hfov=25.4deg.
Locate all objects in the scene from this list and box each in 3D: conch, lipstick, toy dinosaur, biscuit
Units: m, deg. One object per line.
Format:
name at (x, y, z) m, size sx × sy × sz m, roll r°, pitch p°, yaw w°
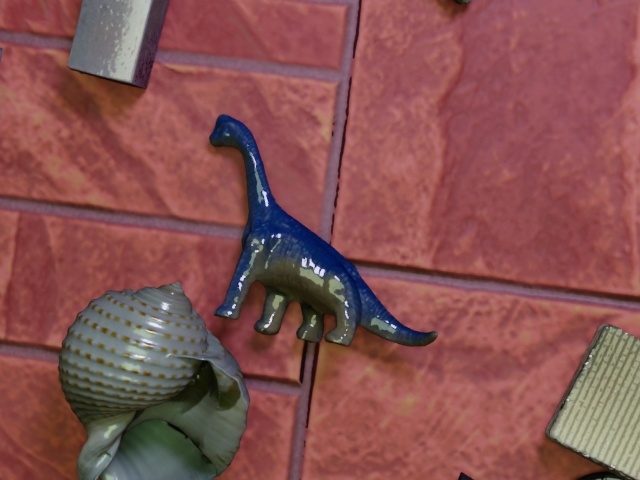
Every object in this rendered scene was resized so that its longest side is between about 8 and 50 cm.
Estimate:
conch at (-0.154, 0.126, 1.268) m, size 0.172 × 0.131 × 0.200 m, roll 19°, pitch 123°, yaw -19°
lipstick at (-0.156, -0.300, 1.290) m, size 0.068 × 0.066 × 0.317 m, roll 15°, pitch 92°, yaw 5°
toy dinosaur at (0.000, 0.000, 1.284) m, size 0.247 × 0.075 × 0.188 m, roll 13°, pitch 85°, yaw 11°
biscuit at (0.313, 0.169, 1.263) m, size 0.199 × 0.040 × 0.121 m, roll 28°, pitch 83°, yaw 4°

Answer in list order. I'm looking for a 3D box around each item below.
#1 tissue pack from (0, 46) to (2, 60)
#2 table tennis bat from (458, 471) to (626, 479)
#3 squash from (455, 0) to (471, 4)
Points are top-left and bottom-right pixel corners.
tissue pack at (-0.398, -0.066, 1.306) m, size 0.177 × 0.089 × 0.263 m, roll 8°, pitch 92°, yaw 3°
table tennis bat at (0.231, 0.270, 1.287) m, size 0.236 × 0.027 × 0.150 m, roll 22°, pitch 92°, yaw 2°
squash at (0.114, -0.281, 1.266) m, size 0.105 × 0.105 × 0.132 m, roll 14°, pitch 111°, yaw 5°
